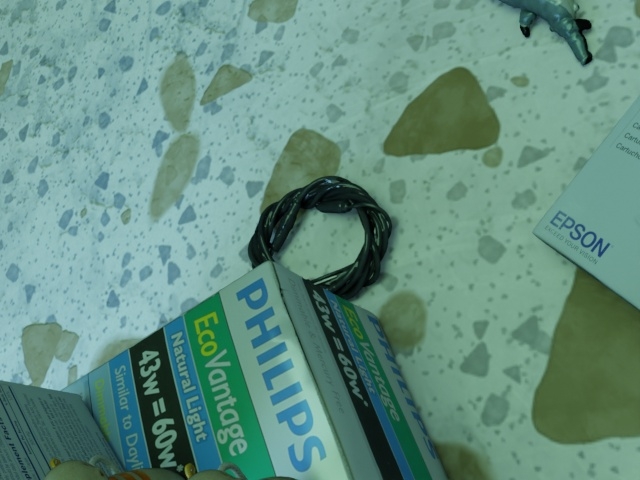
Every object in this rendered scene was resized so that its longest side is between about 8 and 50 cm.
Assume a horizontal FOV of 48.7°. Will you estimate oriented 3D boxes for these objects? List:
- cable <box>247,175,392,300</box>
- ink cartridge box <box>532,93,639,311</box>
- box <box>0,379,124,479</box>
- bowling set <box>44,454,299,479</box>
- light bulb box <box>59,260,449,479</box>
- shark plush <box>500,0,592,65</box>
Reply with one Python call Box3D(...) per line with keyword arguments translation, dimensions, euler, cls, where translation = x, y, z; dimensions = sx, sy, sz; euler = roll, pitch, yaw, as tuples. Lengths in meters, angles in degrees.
Box3D(translation=(0.000, 0.000, 0.805), dimensions=(0.184, 0.047, 0.151), euler=(-24, 57, 28), cls="cable")
Box3D(translation=(0.319, -0.035, 0.565), dimensions=(0.224, 0.045, 0.223), euler=(-54, 41, 9), cls="ink cartridge box")
Box3D(translation=(-0.224, 0.175, 0.528), dimensions=(0.072, 0.137, 0.126), euler=(-49, 56, 4), cls="box")
Box3D(translation=(-0.039, 0.198, 0.409), dimensions=(0.200, 0.154, 0.287), euler=(-44, 58, 8), cls="bowling set")
Box3D(translation=(-0.076, 0.274, 0.628), dimensions=(0.361, 0.225, 0.358), euler=(-32, 59, 16), cls="light bulb box")
Box3D(translation=(0.233, -0.244, 0.742), dimensions=(0.161, 0.073, 0.067), euler=(51, 125, 13), cls="shark plush")
